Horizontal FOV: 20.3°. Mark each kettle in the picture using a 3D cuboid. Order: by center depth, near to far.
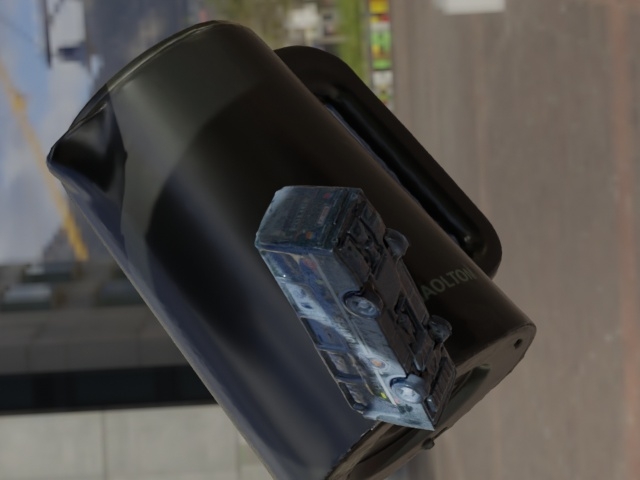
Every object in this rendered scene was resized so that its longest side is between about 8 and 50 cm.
[{"bbox_3d":[-0.001,-0.004,1.240,0.308,0.262,0.203,50,164,16],"label":"kettle"}]

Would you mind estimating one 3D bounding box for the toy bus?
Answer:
[{"bbox_3d":[0.022,0.037,0.940,0.047,0.065,0.166,-66,-34,-31],"label":"toy bus"}]
